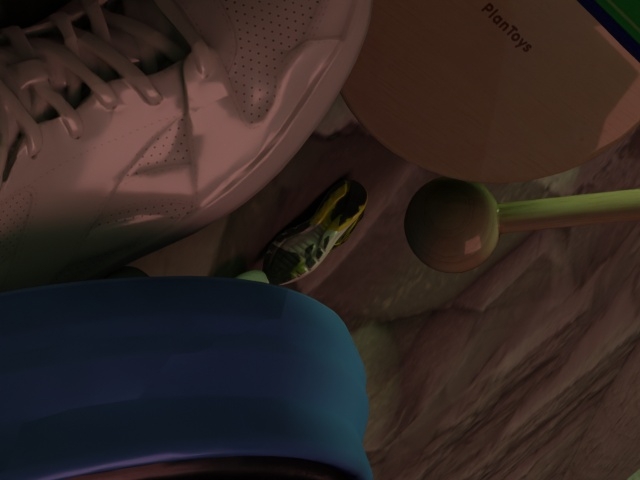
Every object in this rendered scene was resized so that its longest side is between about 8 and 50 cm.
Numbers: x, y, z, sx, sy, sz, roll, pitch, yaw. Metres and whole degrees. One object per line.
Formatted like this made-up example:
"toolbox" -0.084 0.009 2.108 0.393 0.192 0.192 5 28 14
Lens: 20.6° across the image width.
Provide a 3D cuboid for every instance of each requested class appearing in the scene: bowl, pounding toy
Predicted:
"bowl" -0.158 0.138 0.796 0.391 0.077 0.391 -17 158 -7
"pounding toy" 0.098 -0.113 0.914 0.183 0.110 0.237 -15 122 7

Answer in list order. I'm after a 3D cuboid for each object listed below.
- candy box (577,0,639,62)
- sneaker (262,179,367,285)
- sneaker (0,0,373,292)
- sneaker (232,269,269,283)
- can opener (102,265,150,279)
"candy box" 0.144 -0.163 0.603 0.268 0.317 0.122 -14 145 -53
"sneaker" 0.000 0.000 1.090 0.083 0.031 0.035 -42 161 -3
"sneaker" -0.105 -0.050 0.674 0.292 0.108 0.169 -41 163 -3
"sneaker" -0.063 0.081 1.094 0.054 0.061 0.152 -16 146 -48
"can opener" -0.140 0.129 1.007 0.093 0.074 0.280 -45 170 -43
